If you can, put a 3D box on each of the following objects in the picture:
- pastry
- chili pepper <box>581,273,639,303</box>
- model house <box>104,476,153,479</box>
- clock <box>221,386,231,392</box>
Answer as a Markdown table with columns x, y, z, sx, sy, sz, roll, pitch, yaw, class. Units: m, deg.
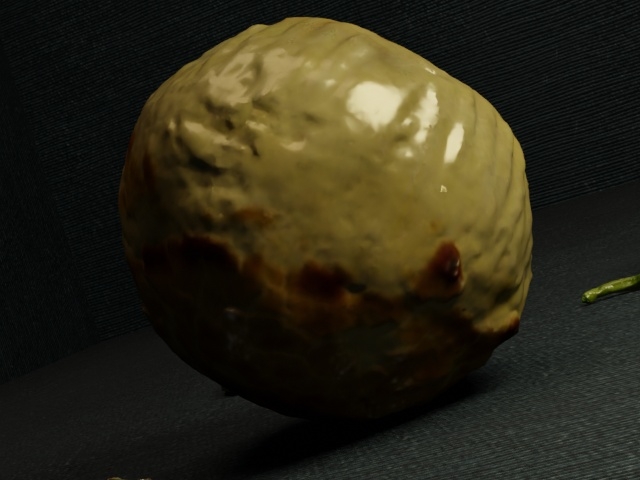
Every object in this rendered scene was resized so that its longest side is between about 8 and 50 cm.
| x | y | z | sx | sy | sz | roll | pitch | yaw | class |
| --- | --- | --- | --- | --- | --- | --- | --- | --- | --- |
| 0.000 | 0.000 | 1.378 | 0.388 | 0.388 | 0.312 | -15 | 43 | 60 | pastry |
| 0.320 | 0.051 | 1.673 | 0.083 | 0.017 | 0.030 | -21 | 2 | 17 | chili pepper |
| -0.137 | 0.204 | 1.142 | 0.058 | 0.057 | 0.083 | 15 | -42 | -40 | model house |
| -0.021 | 0.133 | 1.976 | 0.237 | 0.057 | 0.237 | -19 | 3 | 1 | clock |
